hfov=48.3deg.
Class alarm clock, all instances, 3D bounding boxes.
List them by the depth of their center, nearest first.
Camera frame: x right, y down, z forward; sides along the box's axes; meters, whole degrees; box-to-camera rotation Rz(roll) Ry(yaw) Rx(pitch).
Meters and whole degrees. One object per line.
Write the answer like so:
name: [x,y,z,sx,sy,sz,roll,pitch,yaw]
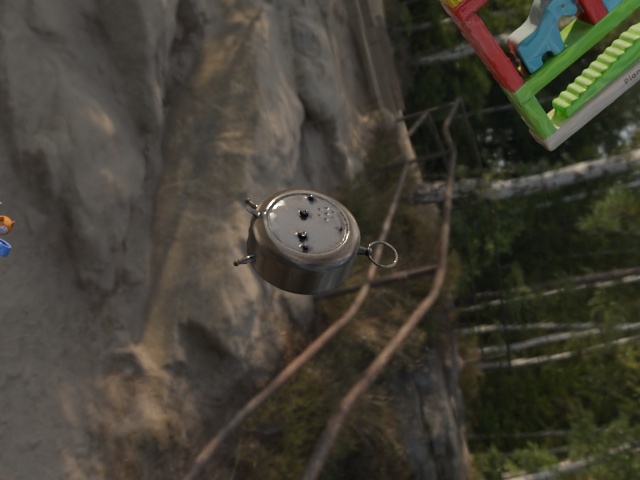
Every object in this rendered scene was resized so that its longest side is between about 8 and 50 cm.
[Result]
alarm clock: [0.000,0.000,0.838,0.064,0.191,0.129,112,-13,-46]

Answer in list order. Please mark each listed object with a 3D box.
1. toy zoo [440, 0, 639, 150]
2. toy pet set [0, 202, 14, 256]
toy zoo: [0.171,-0.228,0.519,0.293,0.192,0.030,43,11,-30]
toy pet set: [-0.280,-0.061,0.534,0.122,0.065,0.114,39,-2,-43]
